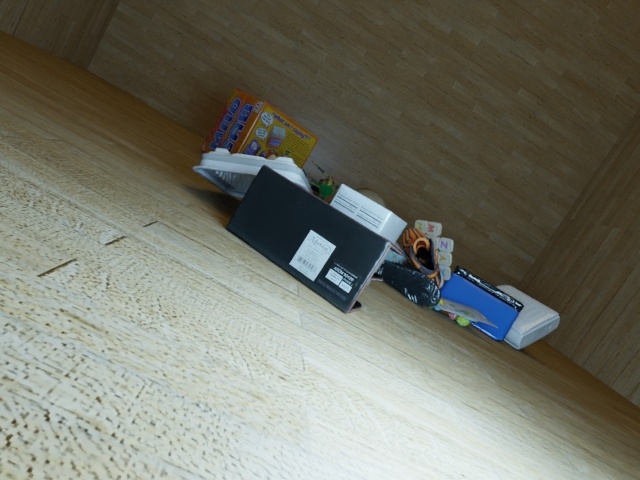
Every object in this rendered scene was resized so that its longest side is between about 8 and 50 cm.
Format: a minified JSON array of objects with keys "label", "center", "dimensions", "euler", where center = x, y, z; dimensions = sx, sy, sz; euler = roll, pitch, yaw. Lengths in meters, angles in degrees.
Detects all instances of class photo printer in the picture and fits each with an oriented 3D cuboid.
[{"label":"photo printer","center":[0.819,0.313,1.797],"dimensions":[0.256,0.107,0.307],"euler":[-18,32,-24]}]

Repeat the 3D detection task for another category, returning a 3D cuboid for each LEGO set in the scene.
[{"label":"LEGO set","center":[-0.088,-0.260,1.849],"dimensions":[0.332,0.254,0.192],"euler":[19,35,-3]}]

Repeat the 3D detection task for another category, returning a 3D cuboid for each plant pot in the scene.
[{"label":"plant pot","center":[0.126,-0.108,1.866],"dimensions":[0.257,0.256,0.274],"euler":[35,26,29]}]

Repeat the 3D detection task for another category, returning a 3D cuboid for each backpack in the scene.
[{"label":"backpack","center":[0.260,0.037,1.670],"dimensions":[0.182,0.115,0.152],"euler":[54,19,-7]}]

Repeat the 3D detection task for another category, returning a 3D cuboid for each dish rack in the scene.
[{"label":"dish rack","center":[-0.156,-0.164,1.111],"dimensions":[0.286,0.072,0.333],"euler":[10,-5,7]}]

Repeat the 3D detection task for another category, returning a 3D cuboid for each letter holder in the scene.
[{"label":"letter holder","center":[0.000,0.000,0.868],"dimensions":[0.302,0.152,0.214],"euler":[33,5,19]}]

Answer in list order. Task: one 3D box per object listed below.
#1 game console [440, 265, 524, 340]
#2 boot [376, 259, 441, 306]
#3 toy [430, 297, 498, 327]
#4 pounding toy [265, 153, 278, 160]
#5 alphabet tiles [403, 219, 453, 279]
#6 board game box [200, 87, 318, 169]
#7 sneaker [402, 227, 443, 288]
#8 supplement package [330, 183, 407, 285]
[{"label":"game console","center":[0.648,0.249,1.695],"dimensions":[0.293,0.173,0.250],"euler":[34,8,21]},{"label":"boot","center":[0.317,0.139,1.407],"dimensions":[0.247,0.094,0.207],"euler":[28,9,29]},{"label":"toy","center":[0.470,0.253,1.418],"dimensions":[0.238,0.056,0.137],"euler":[23,12,-18]},{"label":"pounding toy","center":[-0.123,-0.131,1.344],"dimensions":[0.269,0.154,0.155],"euler":[48,-1,-25]},{"label":"alphabet tiles","center":[0.444,0.058,1.748],"dimensions":[0.021,0.283,0.278],"euler":[-3,11,-30]},{"label":"board game box","center":[-0.306,-0.479,2.061],"dimensions":[0.357,0.356,0.356],"euler":[25,9,-43]},{"label":"sneaker","center":[0.390,0.028,1.593],"dimensions":[0.321,0.125,0.180],"euler":[-105,174,-47]},{"label":"supplement package","center":[0.091,-0.007,1.062],"dimensions":[0.149,0.203,0.194],"euler":[34,7,22]}]
